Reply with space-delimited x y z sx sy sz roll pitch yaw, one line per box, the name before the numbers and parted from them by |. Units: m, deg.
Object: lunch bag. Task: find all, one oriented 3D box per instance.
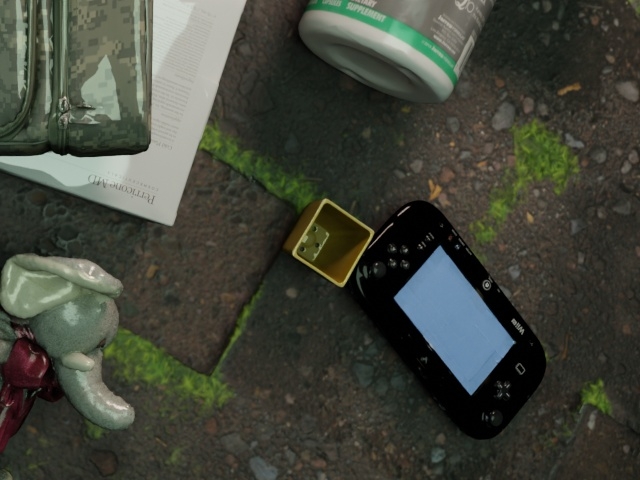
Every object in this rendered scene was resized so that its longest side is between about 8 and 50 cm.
lunch bag | -0.300 -0.226 1.542 0.256 0.212 0.305 1 93 -6

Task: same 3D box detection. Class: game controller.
game controller | 0.167 0.103 1.942 0.166 0.067 0.319 -44 110 -15

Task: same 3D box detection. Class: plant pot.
plant pot | 0.000 0.000 1.850 0.081 0.083 0.081 34 81 -22

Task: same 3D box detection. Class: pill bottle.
pill bottle | 0.137 -0.365 1.818 0.204 0.204 0.361 29 82 -23

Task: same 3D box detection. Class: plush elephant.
plush elephant | -0.317 0.135 1.617 0.255 0.272 0.330 -16 84 -4

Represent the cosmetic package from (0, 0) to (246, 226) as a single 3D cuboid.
cosmetic package | -0.304 -0.207 1.694 0.377 0.097 0.284 20 84 -23
